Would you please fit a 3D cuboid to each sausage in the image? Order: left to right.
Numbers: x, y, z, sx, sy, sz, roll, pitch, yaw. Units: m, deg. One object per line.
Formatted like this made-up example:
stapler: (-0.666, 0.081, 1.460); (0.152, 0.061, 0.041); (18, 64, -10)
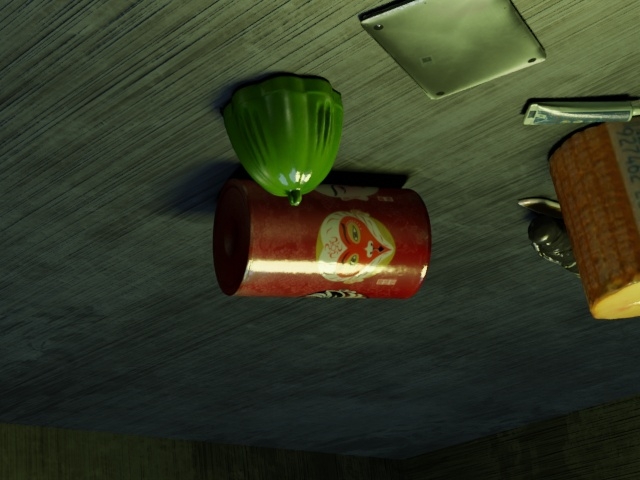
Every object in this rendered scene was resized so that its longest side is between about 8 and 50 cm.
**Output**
sausage: (0.535, -0.037, 1.889); (0.233, 0.287, 0.233); (-11, 159, -4)

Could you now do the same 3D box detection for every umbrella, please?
umbrella: (0.506, 0.004, 2.231); (0.113, 0.106, 0.357); (-27, 153, 25)

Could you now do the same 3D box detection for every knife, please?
knife: (0.483, -0.053, 2.186); (0.256, 0.022, 0.046); (11, 158, -39)

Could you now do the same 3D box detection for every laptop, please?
laptop: (0.191, -0.277, 1.539); (0.187, 0.015, 0.269); (-17, 156, 23)

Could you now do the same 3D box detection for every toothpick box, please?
toothpick box: (0.000, 0.000, 1.918); (0.333, 0.204, 0.204); (3, 156, -24)

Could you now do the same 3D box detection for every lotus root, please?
lotus root: (-0.048, -0.128, 1.628); (0.186, 0.186, 0.186); (-6, 158, -3)

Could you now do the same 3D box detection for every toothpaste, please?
toothpaste: (0.424, -0.206, 1.769); (0.197, 0.035, 0.057); (-2, 152, -6)
